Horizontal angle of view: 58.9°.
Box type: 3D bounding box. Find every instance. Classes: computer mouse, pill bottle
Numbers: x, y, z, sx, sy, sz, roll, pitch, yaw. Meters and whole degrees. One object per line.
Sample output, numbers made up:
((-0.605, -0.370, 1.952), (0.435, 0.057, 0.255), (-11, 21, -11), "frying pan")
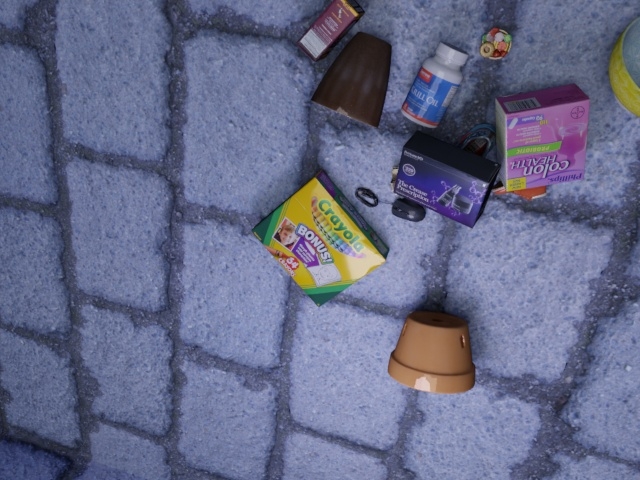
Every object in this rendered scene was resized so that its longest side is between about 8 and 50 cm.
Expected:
((0.225, -0.116, 1.847), (0.242, 0.041, 0.071), (17, 118, 10), "computer mouse")
((0.329, -0.446, 1.621), (0.124, 0.124, 0.221), (27, 118, 5), "pill bottle")

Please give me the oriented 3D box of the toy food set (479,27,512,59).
((0.490, -0.549, 1.583), (0.083, 0.020, 0.082), (17, 117, 10), "toy food set")

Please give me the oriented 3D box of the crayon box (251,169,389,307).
((0.000, 0.000, 1.931), (0.313, 0.106, 0.363), (-37, 98, 27), "crayon box")

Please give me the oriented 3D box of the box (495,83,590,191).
((0.603, -0.279, 1.559), (0.214, 0.117, 0.242), (-8, 126, 7), "box")

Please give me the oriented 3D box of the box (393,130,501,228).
((0.357, -0.176, 1.631), (0.261, 0.103, 0.184), (27, 139, 19), "box")

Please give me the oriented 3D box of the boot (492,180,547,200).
((0.600, -0.151, 1.706), (0.158, 0.059, 0.084), (-12, 114, 21), "boot")

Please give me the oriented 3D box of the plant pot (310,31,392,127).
((0.114, -0.474, 1.648), (0.216, 0.215, 0.230), (25, 104, 6), "plant pot")

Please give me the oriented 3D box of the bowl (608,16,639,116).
((0.845, -0.407, 1.439), (0.290, 0.289, 0.156), (33, 160, 1), "bowl")

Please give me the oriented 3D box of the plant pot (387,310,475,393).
((0.378, 0.358, 1.894), (0.291, 0.291, 0.203), (7, 98, 15), "plant pot")

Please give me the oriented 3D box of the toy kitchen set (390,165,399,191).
((0.262, -0.187, 1.788), (0.075, 0.068, 0.083), (-5, 112, 19), "toy kitchen set")

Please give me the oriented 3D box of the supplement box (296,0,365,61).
((0.030, -0.619, 1.649), (0.081, 0.104, 0.188), (45, 118, -6), "supplement box")

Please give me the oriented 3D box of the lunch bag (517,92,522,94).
((0.560, -0.370, 1.614), (0.098, 0.067, 0.065), (-38, 98, 26), "lunch bag")

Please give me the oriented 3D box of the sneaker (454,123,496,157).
((0.411, -0.237, 1.687), (0.104, 0.125, 0.262), (39, 118, -2), "sneaker")
